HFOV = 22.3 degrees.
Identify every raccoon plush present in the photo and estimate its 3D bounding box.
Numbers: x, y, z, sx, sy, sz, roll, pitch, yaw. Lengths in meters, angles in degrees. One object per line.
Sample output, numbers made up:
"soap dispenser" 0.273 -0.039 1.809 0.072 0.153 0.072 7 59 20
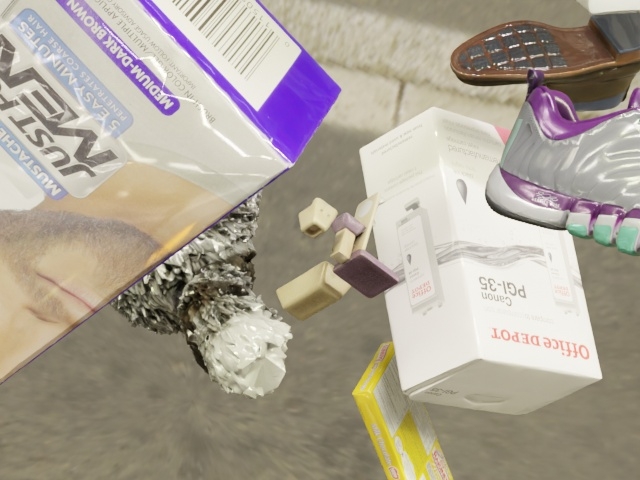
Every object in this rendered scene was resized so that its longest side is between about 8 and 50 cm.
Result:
"raccoon plush" -0.208 -0.032 1.522 0.299 0.446 0.216 19 94 -23

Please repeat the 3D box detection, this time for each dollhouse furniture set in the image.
"dollhouse furniture set" 0.000 0.000 1.281 0.091 0.114 0.081 36 46 -22

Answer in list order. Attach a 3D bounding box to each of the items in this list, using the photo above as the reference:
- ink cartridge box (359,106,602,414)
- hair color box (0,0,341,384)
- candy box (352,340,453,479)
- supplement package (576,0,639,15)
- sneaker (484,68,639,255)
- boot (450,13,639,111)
"ink cartridge box" 0.170 0.026 1.711 0.207 0.117 0.283 12 59 -42
"hair color box" -0.174 -0.051 1.030 0.185 0.110 0.339 46 127 -11
"candy box" 0.094 0.223 1.765 0.027 0.105 0.206 -12 112 25
"supplement package" 0.131 -0.141 0.560 0.105 0.179 0.105 -4 103 3
"sneaker" 0.208 -0.036 0.966 0.224 0.083 0.098 18 98 24
"boot" 0.228 -0.160 1.611 0.219 0.106 0.082 -10 53 -14
